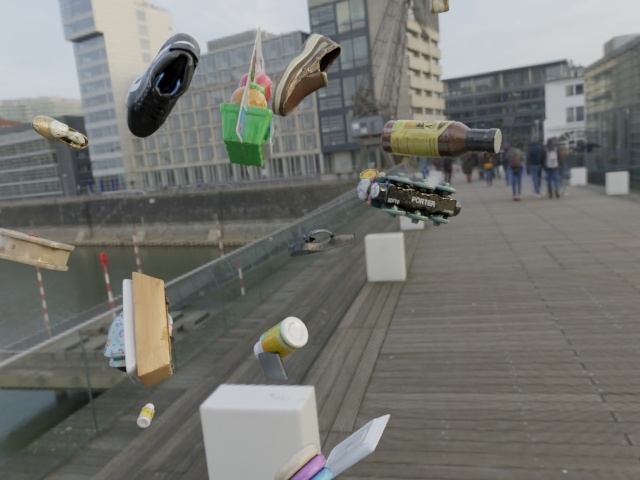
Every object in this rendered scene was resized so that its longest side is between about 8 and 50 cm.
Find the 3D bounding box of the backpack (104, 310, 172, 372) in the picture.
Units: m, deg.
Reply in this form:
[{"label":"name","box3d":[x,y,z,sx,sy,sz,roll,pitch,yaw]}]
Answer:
[{"label":"backpack","box3d":[-0.693,0.367,2.017,0.225,0.253,0.191,-8,-35,19]}]

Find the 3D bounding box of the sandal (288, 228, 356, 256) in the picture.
[{"label":"sandal","box3d":[0.000,0.000,1.328,0.097,0.054,0.255,-14,-1,31]}]

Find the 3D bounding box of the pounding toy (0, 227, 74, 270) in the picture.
[{"label":"pounding toy","box3d":[-0.868,0.052,1.503,0.270,0.154,0.154,16,-6,-14]}]

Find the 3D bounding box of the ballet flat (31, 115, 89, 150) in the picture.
[{"label":"ballet flat","box3d":[-0.799,-0.337,1.634,0.067,0.072,0.206,-2,-7,13]}]

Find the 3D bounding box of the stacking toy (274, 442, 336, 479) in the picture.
[{"label":"stacking toy","box3d":[0.034,0.689,1.333,0.330,0.141,0.141,46,34,20]}]

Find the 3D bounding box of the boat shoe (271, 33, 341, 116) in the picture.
[{"label":"boat shoe","box3d":[-0.027,-0.404,1.286,0.095,0.257,0.095,22,-20,13]}]

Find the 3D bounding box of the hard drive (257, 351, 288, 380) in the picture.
[{"label":"hard drive","box3d":[-0.199,0.529,2.212,0.094,0.135,0.022,-9,24,20]}]

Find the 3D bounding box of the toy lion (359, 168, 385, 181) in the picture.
[{"label":"toy lion","box3d":[0.183,-0.226,1.928,0.096,0.034,0.100,19,52,32]}]

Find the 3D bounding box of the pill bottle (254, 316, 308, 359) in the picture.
[{"label":"pill bottle","box3d":[-0.179,0.438,2.266,0.246,0.136,0.136,-38,-13,37]}]

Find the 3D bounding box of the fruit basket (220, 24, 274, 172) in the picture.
[{"label":"fruit basket","box3d":[-0.199,-0.422,1.636,0.166,0.352,0.327,14,-15,0]}]

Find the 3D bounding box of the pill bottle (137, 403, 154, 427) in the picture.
[{"label":"pill bottle","box3d":[-0.597,0.599,1.801,0.044,0.043,0.083,-6,22,0]}]

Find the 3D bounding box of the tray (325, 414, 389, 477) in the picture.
[{"label":"tray","box3d":[0.088,0.595,1.502,0.270,0.030,0.145,-50,-2,35]}]

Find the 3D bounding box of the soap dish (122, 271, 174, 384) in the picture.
[{"label":"soap dish","box3d":[-0.491,0.260,1.506,0.118,0.290,0.229,-6,-22,-15]}]

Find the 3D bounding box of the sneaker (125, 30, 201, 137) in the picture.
[{"label":"sneaker","box3d":[-0.281,-0.249,0.893,0.079,0.217,0.121,27,28,-24]}]

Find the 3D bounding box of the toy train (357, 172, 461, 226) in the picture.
[{"label":"toy train","box3d":[0.277,-0.129,1.653,0.334,0.142,0.190,8,5,-28]}]

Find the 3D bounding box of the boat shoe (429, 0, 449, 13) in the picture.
[{"label":"boat shoe","box3d":[0.330,-0.702,1.411,0.059,0.169,0.063,-1,27,-1]}]

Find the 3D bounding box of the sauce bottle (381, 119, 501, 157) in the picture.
[{"label":"sauce bottle","box3d":[0.355,-0.301,1.558,0.345,0.111,0.111,9,15,31]}]
